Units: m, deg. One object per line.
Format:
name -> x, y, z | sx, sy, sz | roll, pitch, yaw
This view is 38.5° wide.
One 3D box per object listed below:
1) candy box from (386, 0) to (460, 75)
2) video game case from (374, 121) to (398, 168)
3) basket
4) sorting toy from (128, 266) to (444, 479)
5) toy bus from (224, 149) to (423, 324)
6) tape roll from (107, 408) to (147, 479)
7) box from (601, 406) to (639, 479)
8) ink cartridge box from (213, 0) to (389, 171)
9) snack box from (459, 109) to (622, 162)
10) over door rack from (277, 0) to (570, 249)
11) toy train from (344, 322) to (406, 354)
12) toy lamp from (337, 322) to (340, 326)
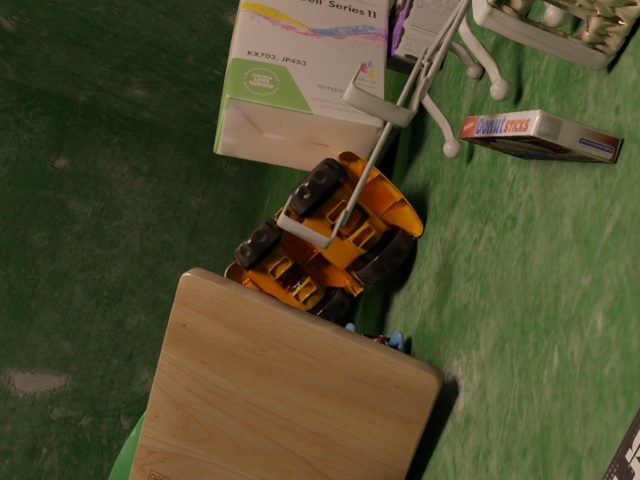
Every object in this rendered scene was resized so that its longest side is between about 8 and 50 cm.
candy box -> 0.144, -0.336, 1.273 | 0.165, 0.070, 0.196 | -141, 67, -81
video game case -> -0.011, 0.010, 1.399 | 0.329, 0.036, 0.300 | -58, 0, -29
basket -> 0.186, -0.229, 0.695 | 0.103, 0.113, 0.167 | 119, 165, -45
sorting toy -> -0.032, 0.176, 0.897 | 0.089, 0.257, 0.255 | -38, -32, -65
toy bus -> 0.000, 0.000, 1.145 | 0.220, 0.149, 0.211 | -44, 7, 3
tape roll -> -0.146, 0.240, 1.201 | 0.321, 0.077, 0.321 | -52, -13, -17
box -> 0.185, 0.084, 0.298 | 0.216, 0.060, 0.270 | -97, 25, -67
ink cartridge box -> -0.018, -0.268, 1.262 | 0.119, 0.207, 0.353 | 111, 167, -53
snack box -> 0.164, -0.080, 0.712 | 0.178, 0.064, 0.022 | -141, 68, -81
over door rack -> 0.112, -0.140, 0.847 | 0.324, 0.108, 0.239 | -50, -5, -31
toy train -> 0.038, 0.153, 1.018 | 0.184, 0.080, 0.105 | 137, 143, -72
toy lamp -> 0.009, 0.112, 1.259 | 0.274, 0.080, 0.080 | -100, 28, -72
